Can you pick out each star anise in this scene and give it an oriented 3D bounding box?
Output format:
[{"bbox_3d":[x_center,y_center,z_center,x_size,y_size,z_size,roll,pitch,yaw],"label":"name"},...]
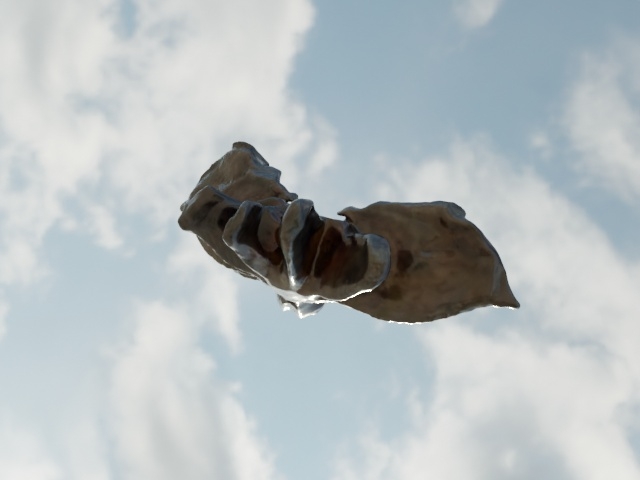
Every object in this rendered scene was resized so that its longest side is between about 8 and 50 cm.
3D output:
[{"bbox_3d":[-0.003,-0.001,0.936,0.257,0.198,0.111,8,-105,57],"label":"star anise"}]
